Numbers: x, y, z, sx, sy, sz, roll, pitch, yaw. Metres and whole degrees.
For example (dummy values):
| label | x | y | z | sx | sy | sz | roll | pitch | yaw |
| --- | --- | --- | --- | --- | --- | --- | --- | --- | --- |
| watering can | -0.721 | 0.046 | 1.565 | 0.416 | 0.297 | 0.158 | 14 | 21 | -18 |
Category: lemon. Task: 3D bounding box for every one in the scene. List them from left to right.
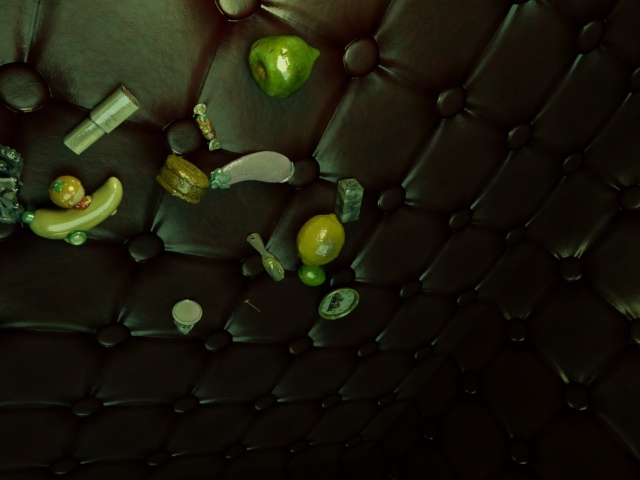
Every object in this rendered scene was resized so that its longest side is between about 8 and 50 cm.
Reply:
| label | x | y | z | sx | sy | sz | roll | pitch | yaw |
| --- | --- | --- | --- | --- | --- | --- | --- | --- | --- |
| lemon | 0.000 | 0.000 | 2.058 | 0.204 | 0.204 | 0.260 | 30 | 96 | -40 |

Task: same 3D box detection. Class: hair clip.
| label | x | y | z | sx | sy | sz | roll | pitch | yaw |
| --- | --- | --- | --- | --- | --- | --- | --- | --- | --- |
| hair clip | -0.261 | -0.272 | 1.795 | 0.358 | 0.110 | 0.095 | -13 | 171 | -22 |

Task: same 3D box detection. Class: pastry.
| label | x | y | z | sx | sy | sz | roll | pitch | yaw |
| --- | --- | --- | --- | --- | --- | --- | --- | --- | --- |
| pastry | -0.485 | -0.217 | 1.648 | 0.188 | 0.189 | 0.103 | 28 | 106 | -40 |

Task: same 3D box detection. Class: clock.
| label | x | y | z | sx | sy | sz | roll | pitch | yaw |
| --- | --- | --- | --- | --- | --- | --- | --- | --- | --- |
| clock | 0.091 | 0.324 | 2.467 | 0.237 | 0.057 | 0.237 | -14 | 133 | -15 |

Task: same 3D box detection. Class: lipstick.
| label | x | y | z | sx | sy | sz | roll | pitch | yaw |
| --- | --- | --- | --- | --- | --- | --- | --- | --- | --- |
| lipstick | -0.698 | -0.378 | 1.480 | 0.253 | 0.077 | 0.079 | -38 | 133 | 6 |

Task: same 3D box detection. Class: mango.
| label | x | y | z | sx | sy | sz | roll | pitch | yaw |
| --- | --- | --- | --- | --- | --- | --- | --- | --- | --- |
| mango | -0.034 | 0.163 | 2.243 | 0.119 | 0.100 | 0.178 | -44 | 140 | 8 |

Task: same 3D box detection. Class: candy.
| label | x | y | z | sx | sy | sz | roll | pitch | yaw |
| --- | --- | --- | --- | --- | --- | --- | --- | --- | --- |
| candy | -0.399 | -0.392 | 1.641 | 0.053 | 0.046 | 0.182 | -25 | 131 | -9 |

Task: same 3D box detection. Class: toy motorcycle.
| label | x | y | z | sx | sy | sz | roll | pitch | yaw |
| --- | --- | --- | --- | --- | --- | --- | --- | --- | --- |
| toy motorcycle | -1.031 | -0.175 | 1.448 | 0.188 | 0.143 | 0.327 | 8 | 138 | -26 |

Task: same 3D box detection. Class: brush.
| label | x | y | z | sx | sy | sz | roll | pitch | yaw |
| --- | --- | --- | --- | --- | --- | --- | --- | --- | --- |
| brush | -0.240 | 0.082 | 2.100 | 0.072 | 0.067 | 0.313 | -29 | 132 | -1 |

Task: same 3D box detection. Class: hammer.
| label | x | y | z | sx | sy | sz | roll | pitch | yaw |
| --- | --- | --- | --- | --- | --- | --- | --- | --- | --- |
| hammer | -0.333 | 0.321 | 2.283 | 0.029 | 0.014 | 0.123 | -30 | 137 | 11 |

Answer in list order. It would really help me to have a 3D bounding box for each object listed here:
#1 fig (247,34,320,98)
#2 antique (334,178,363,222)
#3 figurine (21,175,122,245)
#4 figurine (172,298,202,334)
| label | x | y | z | sx | sy | sz | roll | pitch | yaw |
| --- | --- | --- | --- | --- | --- | --- | --- | --- | --- |
| fig | -0.095 | -0.596 | 1.544 | 0.275 | 0.206 | 0.206 | -31 | 138 | -31 |
| antique | 0.124 | -0.180 | 2.048 | 0.086 | 0.088 | 0.183 | -10 | 130 | -21 |
| figurine | -0.836 | -0.125 | 1.589 | 0.324 | 0.124 | 0.222 | -34 | 135 | -4 |
| figurine | -0.612 | 0.358 | 2.114 | 0.132 | 0.132 | 0.154 | -2 | 141 | -25 |
